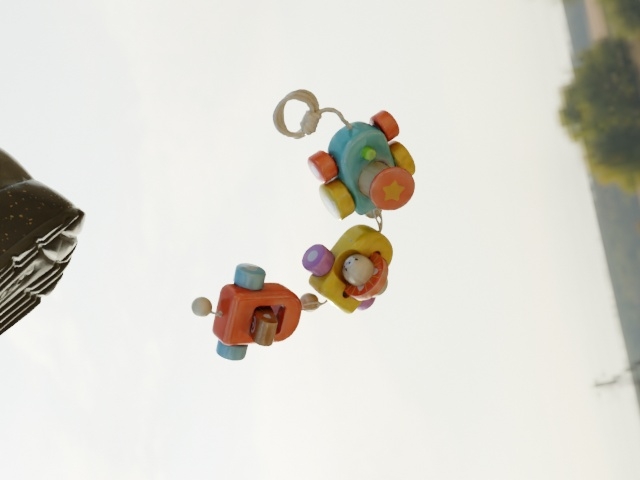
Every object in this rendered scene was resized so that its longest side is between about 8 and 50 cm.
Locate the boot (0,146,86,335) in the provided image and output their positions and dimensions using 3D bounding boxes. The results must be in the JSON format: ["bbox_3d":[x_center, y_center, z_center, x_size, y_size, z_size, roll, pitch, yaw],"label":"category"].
[{"bbox_3d":[-0.222,0.008,0.549,0.246,0.161,0.083,-40,-14,-41],"label":"boot"}]

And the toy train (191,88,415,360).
[{"bbox_3d":[0.000,0.000,0.863,0.046,0.125,0.166,36,114,49],"label":"toy train"}]
